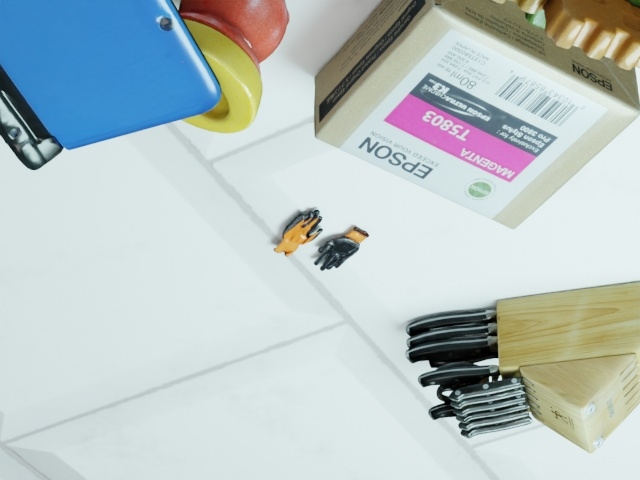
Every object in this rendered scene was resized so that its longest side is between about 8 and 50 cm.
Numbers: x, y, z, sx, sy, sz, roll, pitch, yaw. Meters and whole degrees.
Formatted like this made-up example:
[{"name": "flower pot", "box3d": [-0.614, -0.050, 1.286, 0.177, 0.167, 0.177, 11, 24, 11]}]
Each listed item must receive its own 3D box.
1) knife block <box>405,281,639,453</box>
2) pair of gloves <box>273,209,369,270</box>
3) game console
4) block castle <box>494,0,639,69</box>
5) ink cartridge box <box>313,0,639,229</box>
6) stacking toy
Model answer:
[{"name": "knife block", "box3d": [0.241, 0.108, 1.737, 0.275, 0.242, 0.088, -42, 141, -19]}, {"name": "pair of gloves", "box3d": [0.000, 0.000, 1.663, 0.083, 0.010, 0.074, 22, 133, -25]}, {"name": "game console", "box3d": [-0.252, -0.215, 1.297, 0.173, 0.250, 0.293, -36, 137, -7]}, {"name": "block castle", "box3d": [0.261, -0.284, 1.181, 0.453, 0.213, 0.303, 15, 137, -15]}, {"name": "ink cartridge box", "box3d": [0.140, -0.132, 1.452, 0.234, 0.088, 0.193, 23, 133, -23]}, {"name": "stacking toy", "box3d": [-0.189, -0.240, 1.367, 0.279, 0.130, 0.309, 3, 143, 40]}]
